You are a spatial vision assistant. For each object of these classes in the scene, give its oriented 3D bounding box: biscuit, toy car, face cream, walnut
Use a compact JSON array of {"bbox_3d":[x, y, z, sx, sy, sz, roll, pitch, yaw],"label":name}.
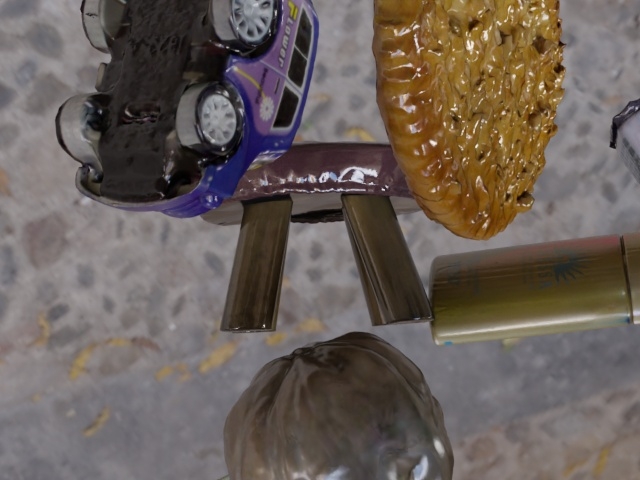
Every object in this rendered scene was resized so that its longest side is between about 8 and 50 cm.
[{"bbox_3d":[0.094,-0.123,0.800,0.254,0.035,0.254,-11,102,-61],"label":"biscuit"},{"bbox_3d":[-0.097,-0.123,1.145,0.158,0.172,0.235,29,70,-48],"label":"toy car"},{"bbox_3d":[0.262,0.049,1.519,0.285,0.139,0.067,-7,125,11],"label":"face cream"},{"bbox_3d":[0.021,0.195,1.242,0.224,0.224,0.224,-16,125,-24],"label":"walnut"}]

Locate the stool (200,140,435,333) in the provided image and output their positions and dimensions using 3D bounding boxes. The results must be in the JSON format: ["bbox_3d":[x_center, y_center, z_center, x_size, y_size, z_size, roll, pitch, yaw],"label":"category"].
[{"bbox_3d":[0.000,0.000,1.423,0.272,0.272,0.178,0,85,-32],"label":"stool"}]

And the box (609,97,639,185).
[{"bbox_3d":[0.414,0.001,1.161,0.190,0.370,0.112,-31,162,0],"label":"box"}]

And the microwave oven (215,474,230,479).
[{"bbox_3d":[0.006,0.467,1.790,0.218,0.355,0.286,-29,154,29],"label":"microwave oven"}]
